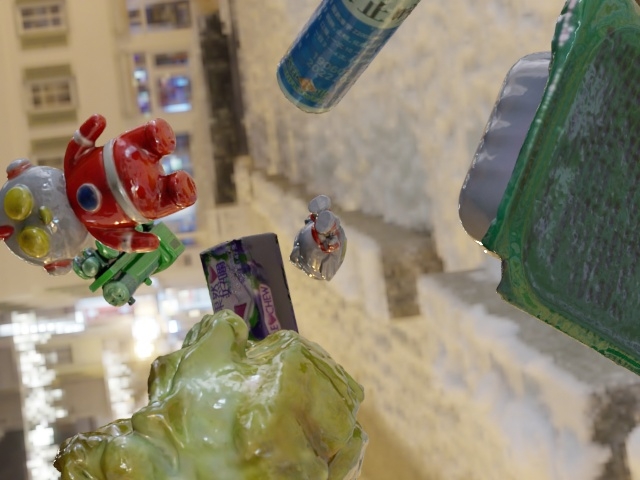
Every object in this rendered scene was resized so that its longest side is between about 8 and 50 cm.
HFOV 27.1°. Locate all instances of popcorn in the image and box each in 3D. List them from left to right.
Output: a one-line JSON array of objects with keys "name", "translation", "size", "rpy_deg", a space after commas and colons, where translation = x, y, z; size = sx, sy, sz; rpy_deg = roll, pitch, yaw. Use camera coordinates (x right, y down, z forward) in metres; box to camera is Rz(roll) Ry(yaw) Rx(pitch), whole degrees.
[{"name": "popcorn", "translation": [-0.068, 0.160, 0.917], "size": [0.183, 0.221, 0.204], "rpy_deg": [41, 176, 4]}]

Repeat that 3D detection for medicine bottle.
[{"name": "medicine bottle", "translation": [0.030, -0.146, 0.815], "size": [0.191, 0.051, 0.051], "rpy_deg": [133, 134, -55]}]

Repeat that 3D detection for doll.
[{"name": "doll", "translation": [-0.238, -0.039, 1.302], "size": [0.142, 0.245, 0.076], "rpy_deg": [70, -160, -4]}, {"name": "doll", "translation": [0.000, 0.000, 1.703], "size": [0.180, 0.079, 0.094], "rpy_deg": [102, 150, -66]}]

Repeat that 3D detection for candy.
[{"name": "candy", "translation": [-0.058, 0.147, 1.443], "size": [0.088, 0.061, 0.313], "rpy_deg": [-21, 81, 44]}]

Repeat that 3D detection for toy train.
[{"name": "toy train", "translation": [-0.305, 0.026, 2.119], "size": [0.119, 0.085, 0.251], "rpy_deg": [49, -156, -7]}]

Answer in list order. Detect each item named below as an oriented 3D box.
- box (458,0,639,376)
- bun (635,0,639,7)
[{"name": "box", "translation": [0.233, -0.045, 1.138], "size": [0.336, 0.106, 0.264], "rpy_deg": [28, -98, -48]}, {"name": "bun", "translation": [0.566, -0.334, 2.017], "size": [0.168, 0.273, 0.273], "rpy_deg": [-52, -11, -14]}]
